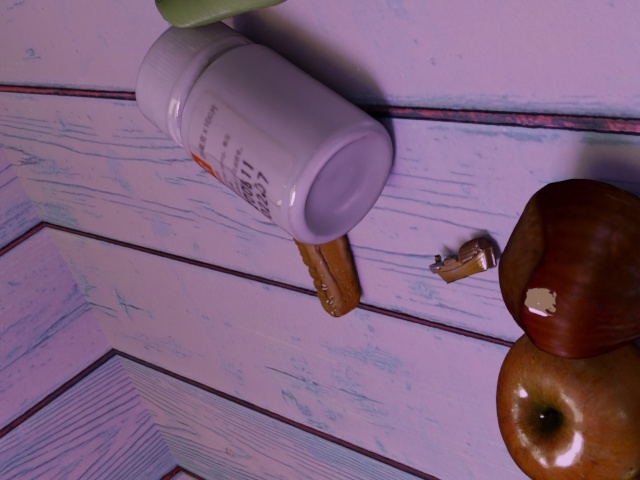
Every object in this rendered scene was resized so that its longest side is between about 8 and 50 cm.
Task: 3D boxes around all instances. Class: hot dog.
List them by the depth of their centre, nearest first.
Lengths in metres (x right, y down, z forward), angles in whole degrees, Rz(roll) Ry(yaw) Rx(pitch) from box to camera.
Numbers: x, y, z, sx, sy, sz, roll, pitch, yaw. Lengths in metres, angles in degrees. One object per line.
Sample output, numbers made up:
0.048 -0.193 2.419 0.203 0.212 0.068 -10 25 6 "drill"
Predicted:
-0.001 0.001 2.278 0.068 0.083 0.289 51 163 56 "hot dog"

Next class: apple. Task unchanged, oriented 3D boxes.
0.345 0.219 1.828 0.237 0.207 0.237 9 103 41 "apple"

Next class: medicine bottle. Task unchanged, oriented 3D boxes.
-0.088 -0.169 2.050 0.371 0.211 0.211 37 150 32 "medicine bottle"

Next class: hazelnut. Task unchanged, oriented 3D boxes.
0.321 0.042 1.650 0.229 0.229 0.229 40 152 27 "hazelnut"

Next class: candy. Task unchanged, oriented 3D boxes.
-0.120 -0.378 1.928 0.343 0.142 0.132 0 109 59 "candy"

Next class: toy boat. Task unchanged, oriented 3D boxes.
0.204 0.029 1.993 0.149 0.047 0.049 -25 86 62 "toy boat"

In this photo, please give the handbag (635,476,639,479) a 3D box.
0.442 0.400 1.896 0.127 0.235 0.213 -2 124 14 "handbag"
